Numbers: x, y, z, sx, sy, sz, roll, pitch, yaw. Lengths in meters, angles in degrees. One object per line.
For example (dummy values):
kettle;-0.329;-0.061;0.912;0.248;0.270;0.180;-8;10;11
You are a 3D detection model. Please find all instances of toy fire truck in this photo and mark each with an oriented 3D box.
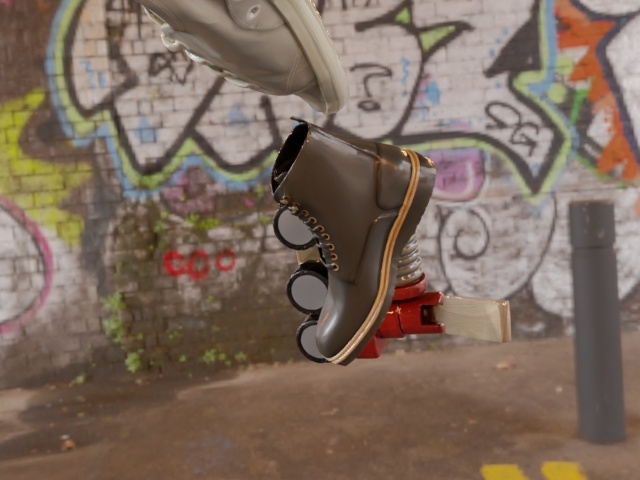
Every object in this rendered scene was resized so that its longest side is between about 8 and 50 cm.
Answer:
toy fire truck;0.086;0.031;0.939;0.246;0.217;0.158;-3;20;19

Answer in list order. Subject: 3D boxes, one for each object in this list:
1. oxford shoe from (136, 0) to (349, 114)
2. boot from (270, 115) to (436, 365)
oxford shoe;-0.077;-0.208;0.745;0.130;0.169;0.449;-31;-14;9
boot;0.000;0.000;0.731;0.137;0.197;0.077;17;4;-29
